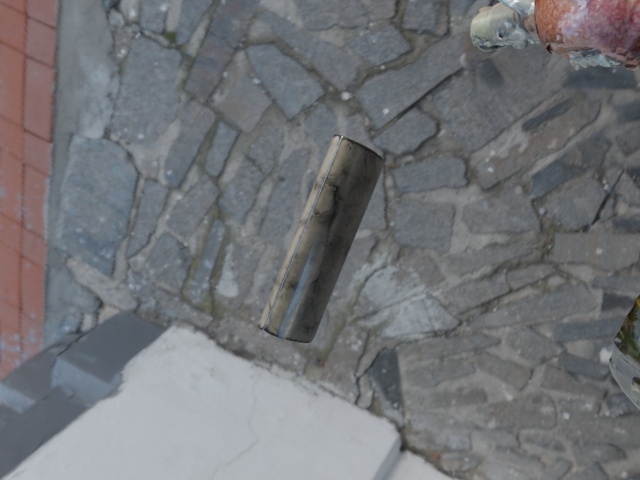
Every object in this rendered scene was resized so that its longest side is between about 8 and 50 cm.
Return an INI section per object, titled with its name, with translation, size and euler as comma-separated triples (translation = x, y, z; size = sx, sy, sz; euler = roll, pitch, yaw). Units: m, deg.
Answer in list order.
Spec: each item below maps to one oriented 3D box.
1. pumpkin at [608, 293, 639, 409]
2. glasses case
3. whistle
[pumpkin]
translation = 0.466, 0.104, 0.813
size = 0.225, 0.256, 0.303
euler = 41, 137, 34
[glasses case]
translation = 0.000, 0.000, 1.122
size = 0.060, 0.114, 0.299
euler = 22, 92, 35
[whistle]
translation = 0.281, -0.255, 0.882
size = 0.346, 0.142, 0.134
euler = -157, 59, -69
